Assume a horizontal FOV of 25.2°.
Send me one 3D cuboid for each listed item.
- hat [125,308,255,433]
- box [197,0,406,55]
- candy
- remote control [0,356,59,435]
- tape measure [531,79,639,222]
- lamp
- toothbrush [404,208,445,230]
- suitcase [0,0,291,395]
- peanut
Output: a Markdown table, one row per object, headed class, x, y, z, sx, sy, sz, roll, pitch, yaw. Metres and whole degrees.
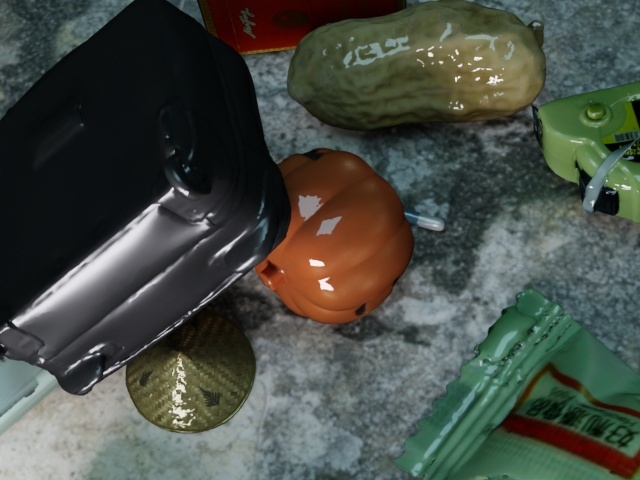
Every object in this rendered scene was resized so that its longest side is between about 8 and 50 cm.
| class | x | y | z | sx | sy | sz | roll | pitch | yaw |
| --- | --- | --- | --- | --- | --- | --- | --- | --- | --- |
| hat | -0.146 | 0.130 | 1.552 | 0.146 | 0.067 | 0.146 | -2 | 67 | 5 |
| box | -0.020 | -0.289 | 1.673 | 0.240 | 0.153 | 0.074 | -6 | 71 | 3 |
| candy | 0.285 | 0.228 | 1.443 | 0.263 | 0.172 | 0.398 | -41 | 49 | -23 |
| remote control | -0.414 | 0.181 | 1.562 | 0.296 | 0.056 | 0.140 | -42 | 71 | -13 |
| tape measure | 0.355 | -0.099 | 1.585 | 0.200 | 0.106 | 0.175 | -14 | 53 | -3 |
| lamp | 0.000 | 0.000 | 1.527 | 0.164 | 0.187 | 0.188 | -38 | 68 | -26 |
| toothbrush | 0.011 | -0.055 | 1.642 | 0.276 | 0.019 | 0.025 | 19 | 75 | 13 |
| suitcase | -0.219 | -0.054 | 1.493 | 0.345 | 0.188 | 0.339 | -39 | 47 | 23 |
| peanut | 0.112 | -0.200 | 1.635 | 0.291 | 0.159 | 0.143 | -6 | 108 | 12 |
